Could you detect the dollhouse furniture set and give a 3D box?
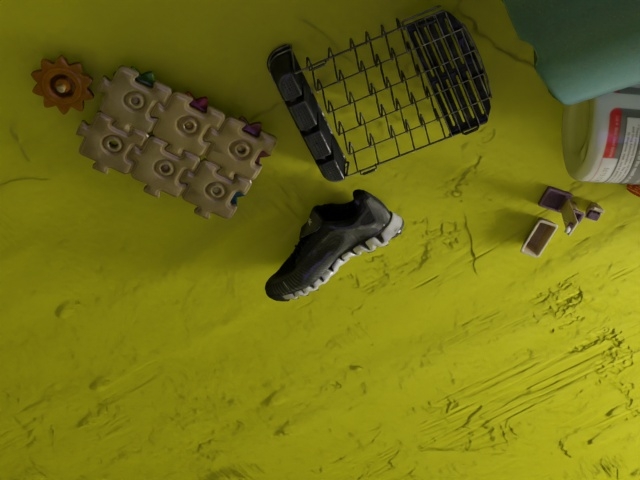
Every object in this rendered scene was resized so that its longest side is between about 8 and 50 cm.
[{"bbox_3d":[0.356,-0.002,1.679,0.091,0.081,0.114,18,124,-14],"label":"dollhouse furniture set"}]

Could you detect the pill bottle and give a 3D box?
[{"bbox_3d":[0.482,-0.150,1.526,0.283,0.161,0.161,4,126,-4],"label":"pill bottle"}]

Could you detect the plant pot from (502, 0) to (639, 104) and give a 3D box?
[{"bbox_3d":[0.389,-0.332,1.310,0.334,0.341,0.341,-22,124,24],"label":"plant pot"}]

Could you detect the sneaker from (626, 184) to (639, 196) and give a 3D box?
[{"bbox_3d":[0.526,-0.074,1.655,0.175,0.064,0.067,8,106,-14],"label":"sneaker"}]

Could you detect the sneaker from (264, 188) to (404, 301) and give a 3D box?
[{"bbox_3d":[0.000,0.000,1.678,0.234,0.078,0.106,-32,118,16],"label":"sneaker"}]

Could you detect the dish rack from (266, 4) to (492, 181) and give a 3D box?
[{"bbox_3d":[0.086,-0.201,1.537,0.272,0.074,0.208,-21,125,11],"label":"dish rack"}]

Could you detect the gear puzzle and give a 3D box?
[{"bbox_3d":[-0.242,-0.157,1.581,0.339,0.044,0.175,24,124,-15],"label":"gear puzzle"}]
